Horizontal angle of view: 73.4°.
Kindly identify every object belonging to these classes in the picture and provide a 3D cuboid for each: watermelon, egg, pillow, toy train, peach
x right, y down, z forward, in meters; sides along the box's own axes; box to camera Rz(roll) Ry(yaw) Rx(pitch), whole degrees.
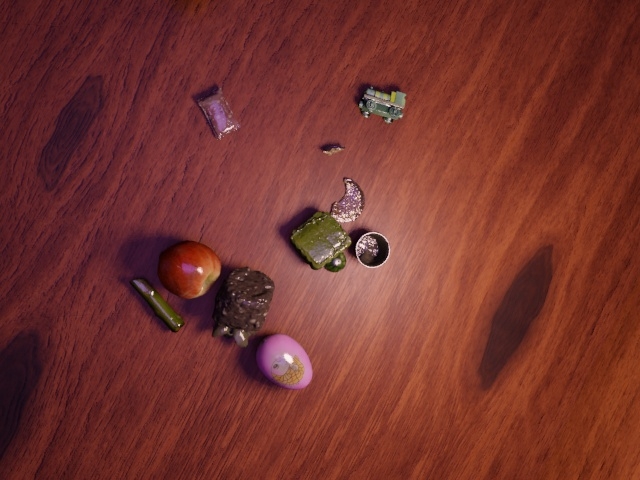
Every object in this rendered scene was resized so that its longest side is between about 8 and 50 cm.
[{"bbox_3d":[0.067,0.092,1.872,0.106,0.062,0.105,-2,100,-14],"label":"watermelon"},{"bbox_3d":[-0.146,0.508,1.798,0.271,0.196,0.196,36,87,-24],"label":"egg"},{"bbox_3d":[-0.410,-0.514,1.730,0.118,0.043,0.185,-31,100,-10],"label":"pillow"},{"bbox_3d":[0.264,-0.590,1.853,0.200,0.083,0.132,13,81,-13],"label":"toy train"},{"bbox_3d":[-0.525,0.102,1.675,0.257,0.232,0.232,34,87,20],"label":"peach"}]

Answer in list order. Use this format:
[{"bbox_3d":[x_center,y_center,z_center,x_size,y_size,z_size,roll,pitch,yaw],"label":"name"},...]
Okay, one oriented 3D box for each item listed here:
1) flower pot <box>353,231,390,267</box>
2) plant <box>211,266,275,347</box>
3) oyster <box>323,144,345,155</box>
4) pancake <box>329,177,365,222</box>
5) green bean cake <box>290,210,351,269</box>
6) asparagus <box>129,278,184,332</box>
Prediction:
[{"bbox_3d":[0.215,0.039,1.877,0.157,0.107,0.157,0,92,-11],"label":"flower pot"},{"bbox_3d":[-0.324,0.278,1.739,0.215,0.213,0.312,15,127,-12],"label":"plant"},{"bbox_3d":[0.060,-0.379,1.830,0.083,0.080,0.038,8,119,19],"label":"oyster"},{"bbox_3d":[0.107,-0.167,1.881,0.190,0.020,0.184,-30,101,-9],"label":"pancake"},{"bbox_3d":[0.000,0.000,1.801,0.214,0.113,0.200,-41,83,-10],"label":"green bean cake"},{"bbox_3d":[-0.659,0.255,1.735,0.067,0.060,0.277,-33,101,12],"label":"asparagus"}]
